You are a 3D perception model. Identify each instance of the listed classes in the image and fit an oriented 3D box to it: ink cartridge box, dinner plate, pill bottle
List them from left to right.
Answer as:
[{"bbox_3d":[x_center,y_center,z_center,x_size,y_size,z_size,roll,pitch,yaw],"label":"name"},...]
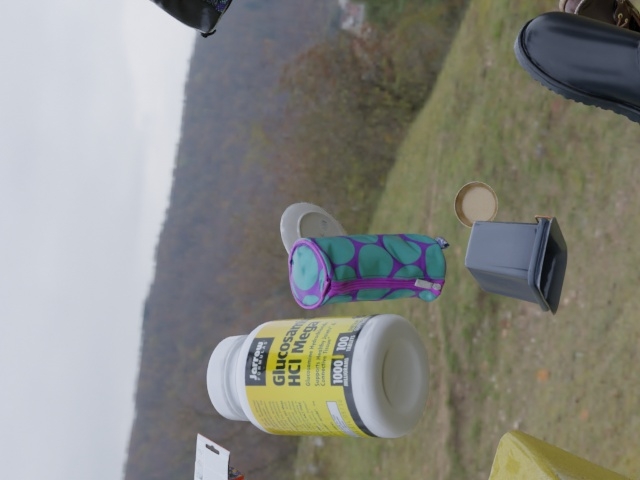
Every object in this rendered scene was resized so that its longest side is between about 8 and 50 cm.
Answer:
[{"bbox_3d":[-0.123,0.293,1.219,0.029,0.063,0.115,-12,-67,-45],"label":"ink cartridge box"},{"bbox_3d":[-0.011,0.216,1.600,0.188,0.333,0.188,13,-106,-53],"label":"pill bottle"},{"bbox_3d":[0.000,0.000,1.536,0.017,0.141,0.141,-37,34,39],"label":"dinner plate"}]

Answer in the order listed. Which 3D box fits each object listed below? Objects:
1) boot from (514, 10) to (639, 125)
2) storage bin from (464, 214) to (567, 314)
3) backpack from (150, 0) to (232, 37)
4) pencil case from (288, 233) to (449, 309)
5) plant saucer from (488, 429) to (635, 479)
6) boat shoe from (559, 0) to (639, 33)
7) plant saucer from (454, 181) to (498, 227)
[{"bbox_3d":[0.331,-0.208,0.998,0.094,0.246,0.207,-56,-10,-25],"label":"boot"},{"bbox_3d":[0.222,0.018,1.139,0.135,0.091,0.098,44,-122,-62],"label":"storage bin"},{"bbox_3d":[-0.142,-0.397,1.149,0.253,0.191,0.225,-51,40,9],"label":"backpack"},{"bbox_3d":[0.046,0.027,0.916,0.070,0.151,0.065,41,124,47],"label":"pencil case"},{"bbox_3d":[0.345,0.454,1.298,0.081,0.332,0.333,-22,46,68],"label":"plant saucer"},{"bbox_3d":[0.399,-0.308,1.385,0.073,0.207,0.073,-48,63,27],"label":"boat shoe"},{"bbox_3d":[0.278,-0.063,1.785,0.015,0.083,0.083,-2,-80,-59],"label":"plant saucer"}]
